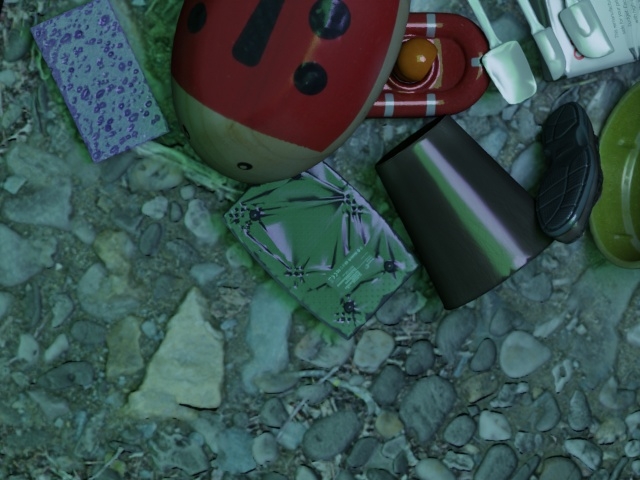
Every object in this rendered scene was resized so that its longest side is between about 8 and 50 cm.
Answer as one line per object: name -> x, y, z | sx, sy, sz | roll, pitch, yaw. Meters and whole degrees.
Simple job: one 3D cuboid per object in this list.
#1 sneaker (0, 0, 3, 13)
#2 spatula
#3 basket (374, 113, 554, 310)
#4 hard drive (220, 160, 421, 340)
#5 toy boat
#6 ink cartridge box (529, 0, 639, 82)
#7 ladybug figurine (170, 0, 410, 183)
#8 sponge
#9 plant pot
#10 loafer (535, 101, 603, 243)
sneaker -> -0.510, -0.281, 1.720 | 0.130, 0.087, 0.227 | 11, 88, -6
spatula -> 0.275, -0.327, 1.745 | 0.168, 0.019, 0.242 | -28, 93, 9
basket -> 0.191, -0.050, 1.783 | 0.204, 0.154, 0.227 | -37, 96, 8
hard drive -> 0.000, 0.000, 1.812 | 0.255, 0.054, 0.172 | 44, 87, -7
toy boat -> 0.129, -0.247, 1.768 | 0.231, 0.151, 0.150 | -2, 93, -7
ink cartridge box -> 0.439, -0.355, 1.820 | 0.273, 0.115, 0.198 | -15, 94, -5
ladybug figurine -> -0.052, -0.285, 1.680 | 0.305, 0.162, 0.449 | 26, 102, 13
sponge -> -0.307, -0.224, 1.774 | 0.117, 0.031, 0.210 | -25, 96, -5
plant pot -> 0.560, -0.077, 1.796 | 0.254, 0.276, 0.276 | 9, 92, -20
loafer -> 0.363, -0.088, 1.772 | 0.084, 0.267, 0.096 | 39, 129, -24
